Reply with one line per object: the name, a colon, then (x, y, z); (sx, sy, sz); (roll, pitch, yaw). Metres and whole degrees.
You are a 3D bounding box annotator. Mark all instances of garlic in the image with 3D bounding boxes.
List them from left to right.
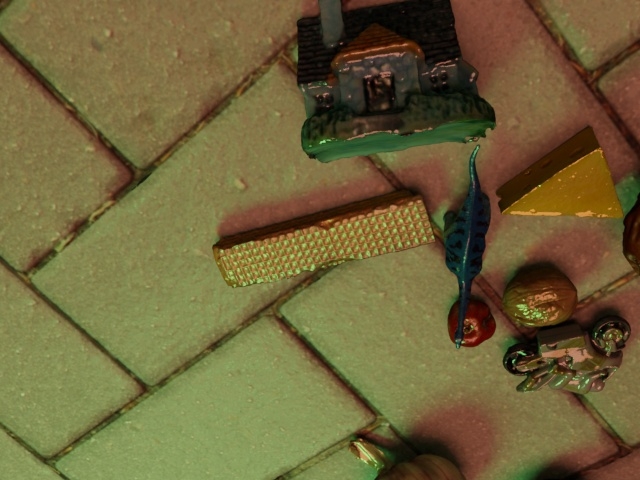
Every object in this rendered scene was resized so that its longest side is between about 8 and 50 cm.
garlic: (0.144, 0.488, 1.453); (0.253, 0.245, 0.245); (46, 120, 23)

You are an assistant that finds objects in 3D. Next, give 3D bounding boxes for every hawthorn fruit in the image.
hawthorn fruit: (0.260, 0.146, 1.295); (0.093, 0.093, 0.093); (3, 118, 5)

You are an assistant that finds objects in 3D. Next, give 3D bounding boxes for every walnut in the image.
walnut: (0.367, 0.096, 1.253); (0.124, 0.105, 0.105); (-16, 115, 19)

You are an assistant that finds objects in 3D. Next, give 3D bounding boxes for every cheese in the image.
cheese: (0.360, -0.082, 1.160); (0.171, 0.093, 0.126); (-19, 117, 16)

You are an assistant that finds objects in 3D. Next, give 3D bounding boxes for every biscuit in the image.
biscuit: (0.000, 0.000, 1.265); (0.379, 0.054, 0.094); (-15, 114, 14)

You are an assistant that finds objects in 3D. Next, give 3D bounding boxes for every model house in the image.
model house: (0.098, -0.246, 1.054); (0.261, 0.226, 0.241); (-7, 87, 8)

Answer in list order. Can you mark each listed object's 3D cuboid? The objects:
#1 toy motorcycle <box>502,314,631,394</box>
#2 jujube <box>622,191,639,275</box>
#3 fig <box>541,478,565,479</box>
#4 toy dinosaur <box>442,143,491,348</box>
toy motorcycle: (0.447, 0.218, 1.323); (0.225, 0.073, 0.152); (-22, 116, 16)
jujube: (0.588, -0.047, 1.107); (0.290, 0.197, 0.197); (-39, 109, 6)
fig: (0.480, 0.571, 1.450); (0.245, 0.195, 0.195); (27, 120, -34)
toy dinosaur: (0.234, -0.001, 1.207); (0.076, 0.144, 0.329); (6, 106, 8)
